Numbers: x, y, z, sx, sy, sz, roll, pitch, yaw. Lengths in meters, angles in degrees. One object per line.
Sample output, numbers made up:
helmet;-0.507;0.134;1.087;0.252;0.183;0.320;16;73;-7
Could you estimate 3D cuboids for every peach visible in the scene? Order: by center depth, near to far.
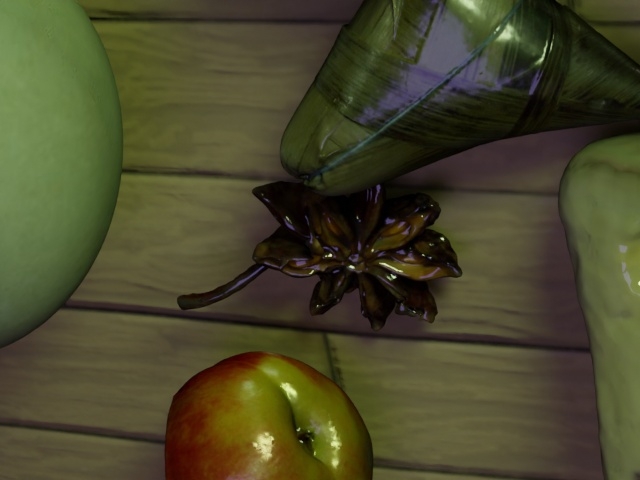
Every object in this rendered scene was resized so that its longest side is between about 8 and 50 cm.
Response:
peach;-0.055;0.191;1.616;0.190;0.190;0.192;43;133;-7

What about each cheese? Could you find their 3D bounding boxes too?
cheese;0.332;0.093;1.322;0.328;0.130;0.351;-1;104;44

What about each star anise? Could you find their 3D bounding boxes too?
star anise;-0.003;0.001;1.524;0.234;0.073;0.177;3;133;4

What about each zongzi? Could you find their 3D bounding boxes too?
zongzi;0.114;-0.085;1.385;0.242;0.112;0.221;34;119;-1

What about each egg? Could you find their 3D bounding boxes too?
egg;-0.288;-0.087;1.475;0.278;0.278;0.336;19;123;13
